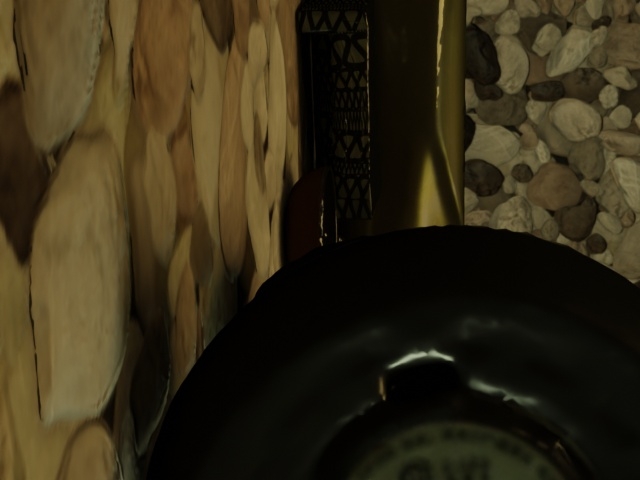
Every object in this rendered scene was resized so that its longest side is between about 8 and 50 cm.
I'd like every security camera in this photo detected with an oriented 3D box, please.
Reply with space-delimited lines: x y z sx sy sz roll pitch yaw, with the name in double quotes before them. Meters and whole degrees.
"security camera" 0.042 0.087 0.665 0.277 0.197 0.191 -74 155 -88

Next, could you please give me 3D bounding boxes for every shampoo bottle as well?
"shampoo bottle" 0.046 -0.065 1.064 0.125 0.084 0.350 -95 -177 -69

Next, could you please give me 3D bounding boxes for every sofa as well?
"sofa" 0.011 -0.074 0.964 0.060 0.039 0.118 -75 163 -69

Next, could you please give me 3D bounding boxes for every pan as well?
"pan" -0.001 0.000 0.923 0.115 0.023 0.068 46 44 -76
